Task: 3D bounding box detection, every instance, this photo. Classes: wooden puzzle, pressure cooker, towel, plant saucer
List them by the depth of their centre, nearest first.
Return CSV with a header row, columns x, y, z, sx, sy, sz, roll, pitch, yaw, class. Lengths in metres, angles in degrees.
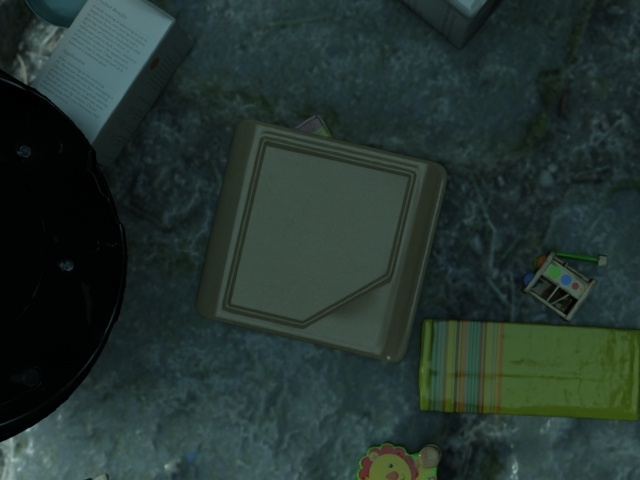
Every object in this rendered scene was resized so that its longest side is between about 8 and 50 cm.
x,y,z,sx,sy,sz,roll,pitch,yaw,class
-0.418,0.044,1.333,0.370,0.420,0.375,-34,97,-30,pressure cooker
0.225,0.139,1.485,0.237,0.021,0.102,3,94,2,towel
0.000,0.000,1.487,0.239,0.044,0.221,14,93,8,wooden puzzle
-0.020,-0.094,1.509,0.083,0.009,0.060,-33,87,2,towel
-0.272,-0.291,1.524,0.119,0.021,0.119,0,89,4,plant saucer

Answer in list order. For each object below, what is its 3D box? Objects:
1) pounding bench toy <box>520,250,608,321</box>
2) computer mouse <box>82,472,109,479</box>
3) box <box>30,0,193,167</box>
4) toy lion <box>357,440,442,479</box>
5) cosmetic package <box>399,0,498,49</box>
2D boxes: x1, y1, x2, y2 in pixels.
x,y,z,sx,sy,sz,roll,pitch,yaw,class
0.259,0.034,1.468,0.065,0.052,0.083,36,90,4,pounding bench toy
-0.181,0.326,1.482,0.262,0.060,0.184,-22,91,14,computer mouse
-0.226,-0.176,1.463,0.091,0.130,0.170,34,89,4,box
0.090,0.263,1.483,0.096,0.034,0.100,-16,88,9,toy lion
0.048,-0.383,1.416,0.385,0.217,0.156,41,91,2,cosmetic package
